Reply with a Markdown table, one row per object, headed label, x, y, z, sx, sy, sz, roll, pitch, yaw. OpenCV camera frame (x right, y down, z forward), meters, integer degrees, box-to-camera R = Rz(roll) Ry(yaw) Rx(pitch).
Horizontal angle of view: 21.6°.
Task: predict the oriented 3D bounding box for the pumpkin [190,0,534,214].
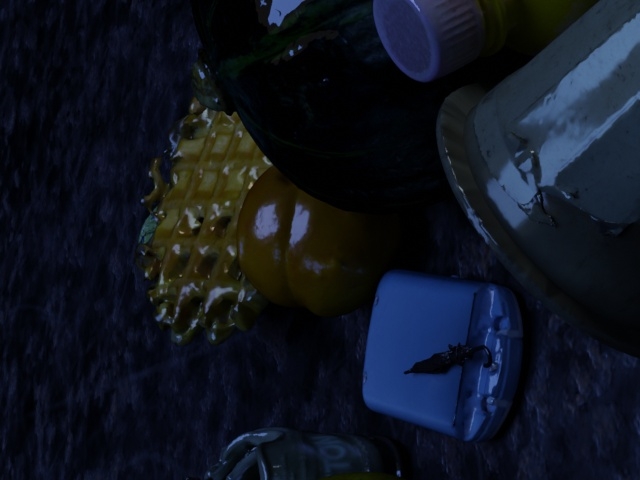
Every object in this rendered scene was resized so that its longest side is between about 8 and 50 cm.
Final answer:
| label | x | y | z | sx | sy | sz | roll | pitch | yaw |
| --- | --- | --- | --- | --- | --- | --- | --- | --- | --- |
| pumpkin | 0.015 | -0.159 | 1.245 | 0.315 | 0.238 | 0.315 | 61 | 173 | 13 |

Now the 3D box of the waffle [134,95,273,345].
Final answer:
| label | x | y | z | sx | sy | sz | roll | pitch | yaw |
| --- | --- | --- | --- | --- | --- | --- | --- | --- | --- |
| waffle | -0.086 | -0.041 | 1.573 | 0.262 | 0.060 | 0.280 | -45 | 43 | 17 |

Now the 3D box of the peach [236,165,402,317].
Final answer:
| label | x | y | z | sx | sy | sz | roll | pitch | yaw |
| --- | --- | --- | --- | --- | --- | --- | --- | --- | --- |
| peach | 0.000 | 0.000 | 1.399 | 0.138 | 0.138 | 0.138 | -31 | 55 | 57 |

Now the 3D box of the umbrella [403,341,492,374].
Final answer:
| label | x | y | z | sx | sy | sz | roll | pitch | yaw |
| --- | --- | --- | --- | --- | --- | --- | --- | --- | --- |
| umbrella | 0.091 | 0.086 | 1.227 | 0.122 | 0.013 | 0.022 | -17 | 88 | 61 |

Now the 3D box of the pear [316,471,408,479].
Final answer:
| label | x | y | z | sx | sy | sz | roll | pitch | yaw |
| --- | --- | --- | --- | --- | --- | --- | --- | --- | --- |
| pear | 0.039 | 0.260 | 1.188 | 0.198 | 0.198 | 0.198 | -31 | 55 | 57 |

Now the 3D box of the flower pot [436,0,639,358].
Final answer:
| label | x | y | z | sx | sy | sz | roll | pitch | yaw |
| --- | --- | --- | --- | --- | --- | --- | --- | --- | --- |
| flower pot | 0.207 | -0.067 | 0.950 | 0.202 | 0.212 | 0.212 | -45 | 43 | 36 |

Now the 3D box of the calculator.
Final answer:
| label | x | y | z | sx | sy | sz | roll | pitch | yaw |
| --- | --- | --- | --- | --- | --- | --- | --- | --- | --- |
| calculator | 0.088 | 0.085 | 1.294 | 0.210 | 0.039 | 0.121 | 6 | 86 | 64 |

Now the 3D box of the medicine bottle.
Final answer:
| label | x | y | z | sx | sy | sz | roll | pitch | yaw |
| --- | --- | --- | --- | --- | --- | --- | --- | --- | --- |
| medicine bottle | 0.136 | -0.173 | 1.060 | 0.122 | 0.212 | 0.121 | 47 | 154 | 31 |

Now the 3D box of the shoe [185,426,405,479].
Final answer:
| label | x | y | z | sx | sy | sz | roll | pitch | yaw |
| --- | --- | --- | --- | --- | --- | --- | --- | --- | --- |
| shoe | -0.058 | 0.211 | 1.426 | 0.293 | 0.149 | 0.109 | -26 | 60 | 58 |

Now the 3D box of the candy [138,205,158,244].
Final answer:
| label | x | y | z | sx | sy | sz | roll | pitch | yaw |
| --- | --- | --- | --- | --- | --- | --- | --- | --- | --- |
| candy | -0.075 | 0.003 | 1.629 | 0.093 | 0.092 | 0.335 | -50 | 26 | -22 |
